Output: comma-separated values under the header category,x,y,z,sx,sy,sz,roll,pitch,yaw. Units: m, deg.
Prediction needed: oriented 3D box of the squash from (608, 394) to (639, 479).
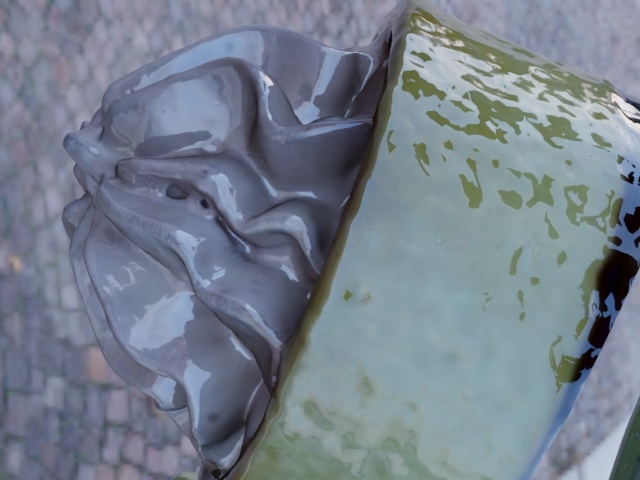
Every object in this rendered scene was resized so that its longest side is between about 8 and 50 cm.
category,x,y,z,sx,sy,sz,roll,pitch,yaw
squash,0.212,0.133,0.941,0.066,0.066,0.229,-56,161,-53

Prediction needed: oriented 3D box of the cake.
category,x,y,z,sx,sy,sz,roll,pitch,yaw
cake,0.000,0.000,0.536,0.185,0.178,0.208,-63,178,33

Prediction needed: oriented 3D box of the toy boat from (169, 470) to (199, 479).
category,x,y,z,sx,sy,sz,roll,pitch,yaw
toy boat,0.018,0.140,0.662,0.111,0.276,0.084,27,64,-75
